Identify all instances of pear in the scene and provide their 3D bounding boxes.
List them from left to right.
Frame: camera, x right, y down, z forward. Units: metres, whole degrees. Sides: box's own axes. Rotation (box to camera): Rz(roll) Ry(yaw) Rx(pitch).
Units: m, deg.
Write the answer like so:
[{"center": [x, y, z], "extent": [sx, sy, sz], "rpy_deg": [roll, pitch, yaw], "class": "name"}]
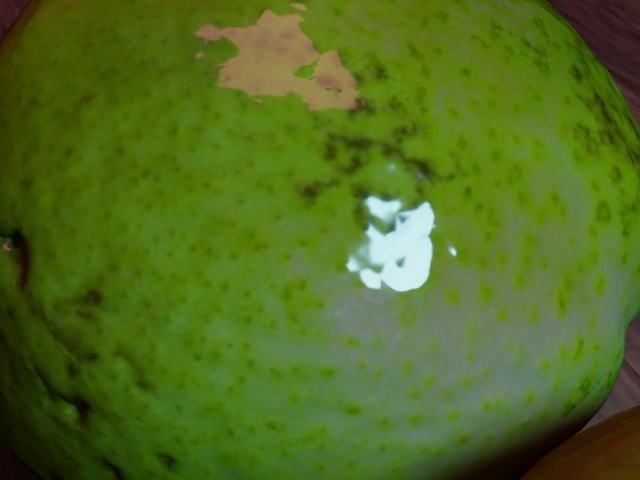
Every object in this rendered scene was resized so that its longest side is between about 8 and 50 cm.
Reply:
[{"center": [0.000, 0.000, 0.630], "extent": [0.391, 0.391, 0.391], "rpy_deg": [0, 32, 0], "class": "pear"}]

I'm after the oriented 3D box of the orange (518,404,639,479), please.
[{"center": [0.173, 0.185, 0.444], "extent": [0.279, 0.235, 0.279], "rpy_deg": [5, 36, -4], "class": "orange"}]
